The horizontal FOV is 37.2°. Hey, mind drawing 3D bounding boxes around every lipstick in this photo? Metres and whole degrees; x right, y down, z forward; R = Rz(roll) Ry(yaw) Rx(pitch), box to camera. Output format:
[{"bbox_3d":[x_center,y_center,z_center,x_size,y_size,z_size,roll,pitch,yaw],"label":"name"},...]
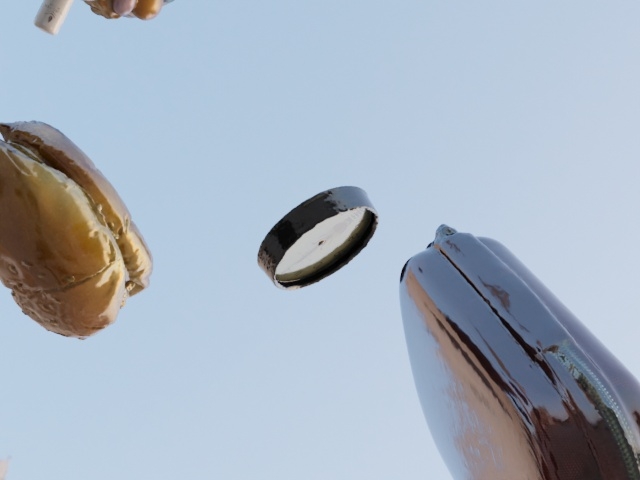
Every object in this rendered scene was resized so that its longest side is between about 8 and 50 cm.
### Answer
[{"bbox_3d":[-0.372,-0.369,1.388,0.040,0.040,0.141,26,-91,-4],"label":"lipstick"}]

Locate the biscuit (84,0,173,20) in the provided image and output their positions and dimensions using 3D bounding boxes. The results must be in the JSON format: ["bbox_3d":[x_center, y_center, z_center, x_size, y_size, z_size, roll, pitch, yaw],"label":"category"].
[{"bbox_3d":[-0.121,-0.215,0.603,0.050,0.170,0.170,25,-62,33],"label":"biscuit"}]

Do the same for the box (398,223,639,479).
[{"bbox_3d":[0.172,0.155,0.804,0.108,0.404,0.263,-15,-65,-7],"label":"box"}]

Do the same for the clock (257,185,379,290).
[{"bbox_3d":[0.000,0.000,1.324,0.184,0.184,0.040,-46,-117,21],"label":"clock"}]

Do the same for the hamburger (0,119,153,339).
[{"bbox_3d":[-0.281,-0.002,1.051,0.156,0.144,0.283,17,-39,34],"label":"hamburger"}]
